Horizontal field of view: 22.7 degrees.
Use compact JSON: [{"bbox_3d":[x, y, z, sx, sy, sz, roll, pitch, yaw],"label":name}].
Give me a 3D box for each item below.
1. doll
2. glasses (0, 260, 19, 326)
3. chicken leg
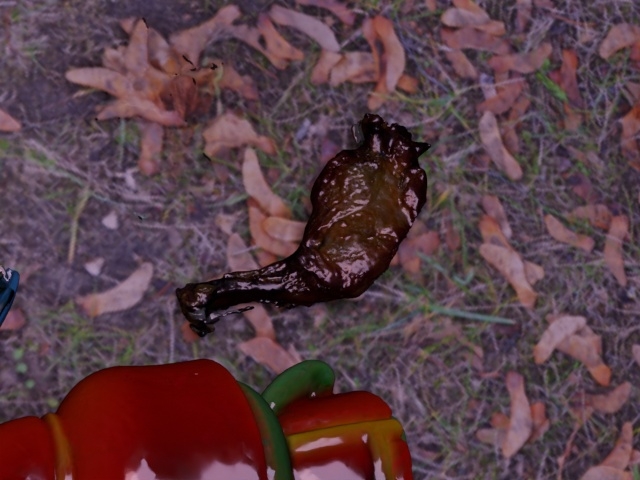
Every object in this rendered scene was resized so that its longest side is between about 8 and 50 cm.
[{"bbox_3d":[-0.104,0.172,1.086,0.363,0.160,0.182,0,82,-21],"label":"doll"},{"bbox_3d":[-0.325,0.084,1.084,0.207,0.102,0.239,27,65,18],"label":"glasses"},{"bbox_3d":[0.000,0.000,1.240,0.253,0.051,0.106,-41,86,-25],"label":"chicken leg"}]
